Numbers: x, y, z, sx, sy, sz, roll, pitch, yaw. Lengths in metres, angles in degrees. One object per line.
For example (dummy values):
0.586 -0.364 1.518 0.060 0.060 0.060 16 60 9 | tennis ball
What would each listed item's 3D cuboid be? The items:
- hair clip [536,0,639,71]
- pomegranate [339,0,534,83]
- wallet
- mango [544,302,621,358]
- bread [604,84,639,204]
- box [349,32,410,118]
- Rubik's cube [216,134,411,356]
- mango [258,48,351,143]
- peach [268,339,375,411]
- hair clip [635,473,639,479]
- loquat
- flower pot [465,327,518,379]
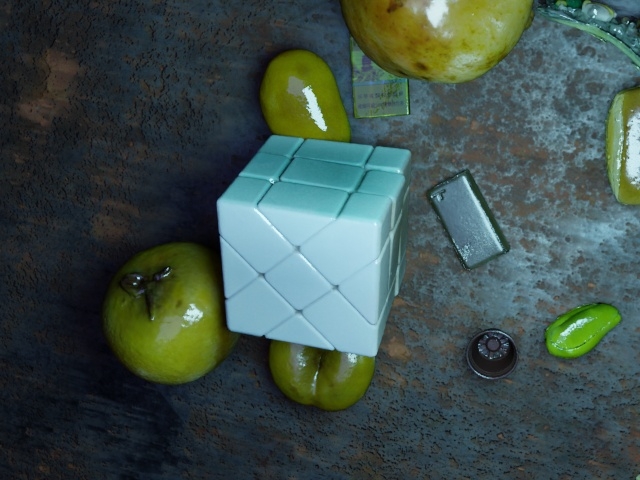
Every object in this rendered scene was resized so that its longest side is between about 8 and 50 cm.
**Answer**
0.571 -0.394 1.454 0.321 0.138 0.091 37 124 13 | hair clip
0.245 -0.475 1.453 0.409 0.410 0.411 2 99 15 | pomegranate
0.316 -0.043 1.646 0.110 0.031 0.198 -28 89 18 | wallet
0.546 0.186 1.596 0.165 0.074 0.091 -27 84 5 | mango
0.632 -0.188 1.499 0.139 0.106 0.237 -4 96 18 | bread
0.128 -0.365 1.653 0.121 0.030 0.193 -2 97 16 | box
0.000 0.000 1.549 0.321 0.316 0.319 8 123 13 | Rubik's cube
-0.039 -0.285 1.656 0.175 0.139 0.255 -14 100 24 | mango
0.005 0.259 1.718 0.251 0.153 0.251 3 105 12 | peach
0.678 0.572 1.620 0.218 0.071 0.159 15 99 9 | hair clip
-0.315 0.170 1.724 0.328 0.359 0.329 -12 54 17 | loquat
0.371 0.234 1.640 0.111 0.089 0.111 3 99 16 | flower pot
